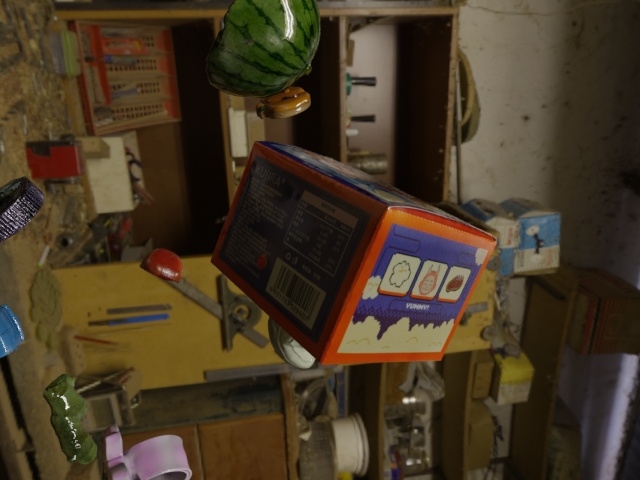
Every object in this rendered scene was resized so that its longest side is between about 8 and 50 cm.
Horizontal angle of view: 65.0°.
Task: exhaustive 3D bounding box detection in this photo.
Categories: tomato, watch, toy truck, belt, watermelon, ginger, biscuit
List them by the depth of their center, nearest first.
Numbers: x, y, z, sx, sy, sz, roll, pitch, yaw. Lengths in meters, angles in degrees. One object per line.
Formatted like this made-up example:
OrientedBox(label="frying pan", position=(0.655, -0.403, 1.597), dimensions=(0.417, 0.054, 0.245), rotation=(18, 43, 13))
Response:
OrientedBox(label="watermelon", position=(-0.108, -0.463, 1.192), dimensions=(0.331, 0.189, 0.331), rotation=(-58, 175, -8))
OrientedBox(label="watch", position=(-0.465, 0.597, 1.345), dimensions=(0.211, 0.217, 0.249), rotation=(57, -42, 36))
OrientedBox(label="toy truck", position=(-1.080, 0.326, 1.448), dimensions=(0.162, 0.384, 0.161), rotation=(21, -49, 68))
OrientedBox(label="biscuit", position=(-0.115, -0.406, 1.455), dimensions=(0.170, 0.170, 0.050), rotation=(-106, -178, -55))
OrientedBox(label="ginger", position=(-0.766, 0.555, 1.554), dimensions=(0.137, 0.089, 0.290), rotation=(121, -50, -84))
OrientedBox(label="tomato", position=(-0.506, 0.075, 1.632), dimensions=(0.092, 0.138, 0.159), rotation=(-66, -163, -3))
OrientedBox(label="belt", position=(-1.194, -0.102, 1.884), dimensions=(0.122, 0.324, 0.260), rotation=(55, 7, -43))

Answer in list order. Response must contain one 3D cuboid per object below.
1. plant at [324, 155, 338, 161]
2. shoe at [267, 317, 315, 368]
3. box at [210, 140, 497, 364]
OrientedBox(label="plant", position=(-0.066, -0.197, 1.744), dimensions=(0.320, 0.193, 0.182), rotation=(2, -86, 50))
OrientedBox(label="shoe", position=(-0.033, 0.213, 1.311), dimensions=(0.210, 0.132, 0.343), rotation=(15, -55, 40))
OrientedBox(label="box", position=(0.051, 0.014, 0.881), dimensions=(0.348, 0.318, 0.257), rotation=(33, -74, 45))
